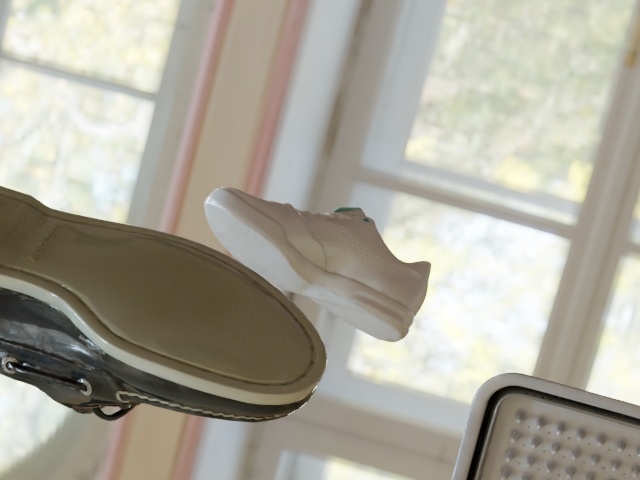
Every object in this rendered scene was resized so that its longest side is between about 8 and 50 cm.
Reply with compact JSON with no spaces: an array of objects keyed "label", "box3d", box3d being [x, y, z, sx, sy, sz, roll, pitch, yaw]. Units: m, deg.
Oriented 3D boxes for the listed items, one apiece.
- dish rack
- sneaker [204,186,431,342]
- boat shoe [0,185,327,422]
[{"label":"dish rack","box3d":[0.290,0.322,2.295,0.285,0.333,0.072,15,-162,9]},{"label":"sneaker","box3d":[0.000,0.000,1.730,0.212,0.094,0.080,32,159,-9]},{"label":"boat shoe","box3d":[-0.157,0.061,1.316,0.340,0.113,0.127,17,-143,12]}]
